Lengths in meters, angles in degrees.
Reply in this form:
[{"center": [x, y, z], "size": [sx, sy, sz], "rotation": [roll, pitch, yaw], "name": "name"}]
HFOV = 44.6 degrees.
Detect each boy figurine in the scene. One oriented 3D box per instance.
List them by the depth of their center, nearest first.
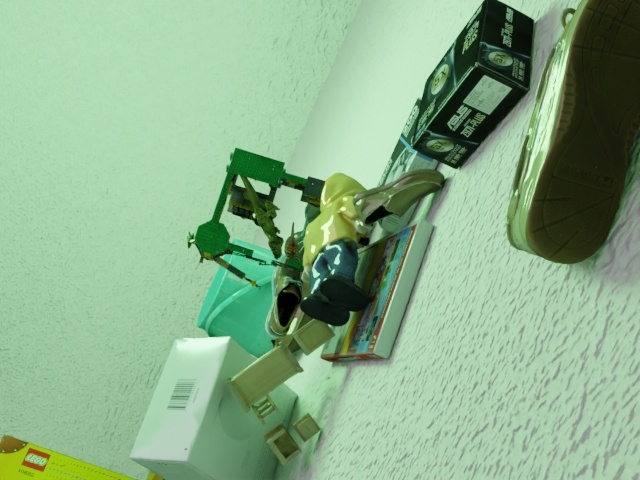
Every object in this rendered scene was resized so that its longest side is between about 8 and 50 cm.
[{"center": [0.026, 0.003, 1.264], "size": [0.177, 0.092, 0.285], "rotation": [-46, 23, 36], "name": "boy figurine"}]

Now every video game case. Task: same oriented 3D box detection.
[{"center": [0.079, 0.087, 1.205], "size": [0.285, 0.025, 0.204], "rotation": [147, 145, -72], "name": "video game case"}]

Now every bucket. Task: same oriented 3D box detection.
[{"center": [-0.175, 0.139, 1.926], "size": [0.281, 0.183, 0.281], "rotation": [-157, 90, -79], "name": "bucket"}]

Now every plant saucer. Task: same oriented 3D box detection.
[{"center": [-0.041, 0.157, 1.625], "size": [0.198, 0.036, 0.198], "rotation": [-157, 90, -79], "name": "plant saucer"}]

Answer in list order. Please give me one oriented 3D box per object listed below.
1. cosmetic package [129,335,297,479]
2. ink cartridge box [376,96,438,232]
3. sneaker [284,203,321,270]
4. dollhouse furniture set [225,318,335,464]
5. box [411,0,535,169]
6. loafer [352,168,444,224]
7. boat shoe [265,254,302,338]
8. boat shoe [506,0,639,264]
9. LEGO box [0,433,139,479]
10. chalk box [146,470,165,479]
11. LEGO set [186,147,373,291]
[{"center": [-0.176, 0.319, 1.355], "size": [0.138, 0.224, 0.224], "rotation": [-7, 51, 34], "name": "cosmetic package"}, {"center": [0.145, -0.133, 1.297], "size": [0.208, 0.045, 0.206], "rotation": [-100, 34, -73], "name": "ink cartridge box"}, {"center": [0.000, 0.000, 1.670], "size": [0.267, 0.101, 0.106], "rotation": [122, 149, -52], "name": "sneaker"}, {"center": [-0.032, 0.237, 1.250], "size": [0.182, 0.161, 0.101], "rotation": [-35, -3, -9], "name": "dollhouse furniture set"}, {"center": [0.207, -0.212, 1.067], "size": [0.180, 0.078, 0.147], "rotation": [127, 164, -52], "name": "box"}, {"center": [0.118, -0.062, 1.157], "size": [0.148, 0.056, 0.050], "rotation": [-21, 64, 29], "name": "loafer"}, {"center": [-0.063, 0.108, 1.588], "size": [0.066, 0.066, 0.183], "rotation": [142, 140, -60], "name": "boat shoe"}, {"center": [0.230, -0.122, 0.681], "size": [0.285, 0.105, 0.089], "rotation": [-67, 13, 1], "name": "boat shoe"}, {"center": [-0.592, 0.726, 1.870], "size": [0.372, 0.500, 0.193], "rotation": [-60, 13, 31], "name": "LEGO box"}, {"center": [-0.245, 0.452, 1.617], "size": [0.179, 0.180, 0.289], "rotation": [-81, 16, -54], "name": "chalk box"}, {"center": [-0.079, -0.025, 1.485], "size": [0.192, 0.332, 0.254], "rotation": [124, 154, -76], "name": "LEGO set"}]
